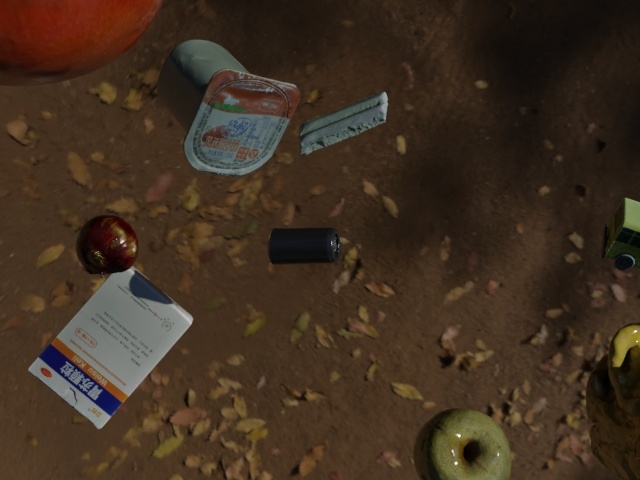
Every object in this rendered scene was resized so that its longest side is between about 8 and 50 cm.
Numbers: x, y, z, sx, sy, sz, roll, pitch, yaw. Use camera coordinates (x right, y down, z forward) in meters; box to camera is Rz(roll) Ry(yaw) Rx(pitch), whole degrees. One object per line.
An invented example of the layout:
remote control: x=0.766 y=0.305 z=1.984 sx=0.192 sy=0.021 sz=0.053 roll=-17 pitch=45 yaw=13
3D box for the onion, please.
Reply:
onion: x=-0.396 y=0.007 z=1.436 sx=0.117 sy=0.118 sz=0.119 roll=-3 pitch=96 yaw=6

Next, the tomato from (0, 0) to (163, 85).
tomato: x=-0.308 y=-0.311 z=0.729 sx=0.272 sy=0.341 sz=0.341 roll=-25 pitch=103 yaw=18

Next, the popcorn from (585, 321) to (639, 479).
popcorn: x=0.380 y=0.171 z=0.728 sx=0.250 sy=0.250 sz=0.190 roll=3 pitch=104 yaw=-16

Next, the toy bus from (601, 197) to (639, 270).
toy bus: x=0.563 y=0.005 z=1.274 sx=0.175 sy=0.088 sz=0.101 roll=19 pitch=133 yaw=7

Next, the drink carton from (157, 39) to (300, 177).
drink carton: x=-0.182 y=-0.237 z=1.328 sx=0.185 sy=0.189 sz=0.191 roll=-2 pitch=128 yaw=-46

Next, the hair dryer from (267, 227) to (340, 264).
hair dryer: x=0.000 y=0.000 z=1.526 sx=0.128 sy=0.255 sz=0.070 roll=-1 pitch=96 yaw=18

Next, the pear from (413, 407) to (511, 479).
pear: x=0.238 y=0.365 z=1.312 sx=0.167 sy=0.136 sz=0.167 roll=1 pitch=74 yaw=-3

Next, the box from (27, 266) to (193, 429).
box: x=-0.445 y=0.221 z=1.670 sx=0.200 sy=0.106 sz=0.299 roll=41 pitch=84 yaw=-6

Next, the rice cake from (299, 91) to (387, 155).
rice cake: x=0.051 y=-0.266 z=1.763 sx=0.226 sy=0.085 sz=0.040 roll=-20 pitch=135 yaw=15
